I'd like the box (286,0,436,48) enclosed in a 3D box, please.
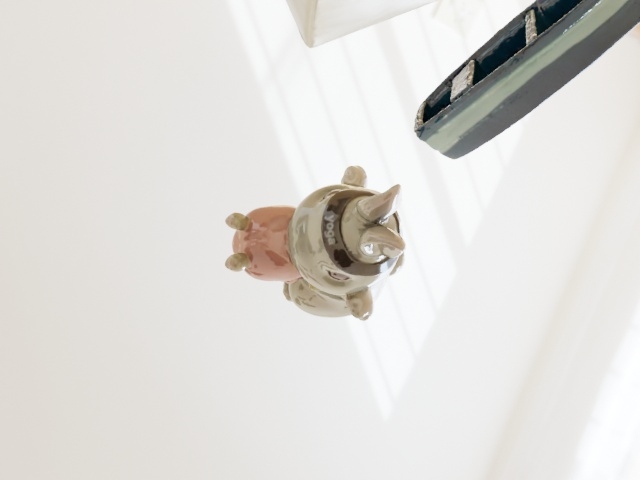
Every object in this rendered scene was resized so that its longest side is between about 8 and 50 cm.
[{"bbox_3d":[0.001,-0.206,0.398,0.168,0.095,0.212,124,125,-83],"label":"box"}]

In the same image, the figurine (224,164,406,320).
[{"bbox_3d":[0.000,0.010,0.554,0.146,0.098,0.081,73,173,-82],"label":"figurine"}]

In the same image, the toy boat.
[{"bbox_3d":[0.215,-0.184,0.965,0.062,0.299,0.096,43,-149,-15],"label":"toy boat"}]
